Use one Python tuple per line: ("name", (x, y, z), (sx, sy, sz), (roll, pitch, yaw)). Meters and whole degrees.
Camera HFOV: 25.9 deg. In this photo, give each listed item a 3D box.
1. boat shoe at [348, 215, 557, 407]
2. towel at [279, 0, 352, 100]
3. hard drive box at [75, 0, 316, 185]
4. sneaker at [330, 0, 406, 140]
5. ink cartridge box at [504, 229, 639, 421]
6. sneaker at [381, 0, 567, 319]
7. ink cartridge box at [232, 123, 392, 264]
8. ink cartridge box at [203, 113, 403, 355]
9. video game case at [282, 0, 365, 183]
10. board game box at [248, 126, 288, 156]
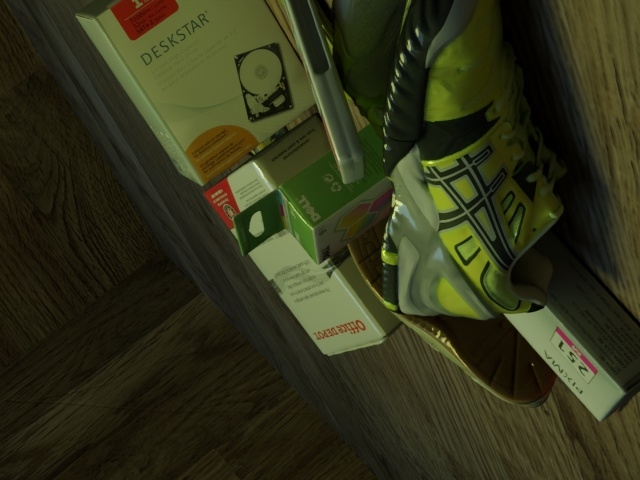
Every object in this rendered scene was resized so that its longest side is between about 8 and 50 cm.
("boat shoe", (0.140, 0.069, 1.539), (0.302, 0.109, 0.098), (45, 174, 18))
("towel", (-0.019, -0.244, 1.441), (0.237, 0.021, 0.102), (55, 174, -17))
("hard drive box", (-0.138, -0.211, 1.602), (0.232, 0.181, 0.089), (57, 168, -24))
("sneaker", (0.039, -0.170, 1.244), (0.126, 0.091, 0.240), (45, 167, 37))
("ink cartridge box", (0.203, 0.058, 1.368), (0.275, 0.060, 0.239), (50, 167, 15))
("sneaker", (0.129, -0.081, 1.127), (0.147, 0.145, 0.384), (7, 142, 10))
("ink cartridge box", (0.016, -0.041, 1.420), (0.062, 0.209, 0.109), (52, 169, 17))
("ink cartridge box", (0.000, 0.000, 1.770), (0.273, 0.114, 0.197), (54, 156, -5))
("video game case", (-0.015, -0.195, 1.225), (0.204, 0.025, 0.285), (49, -157, -87))
("board game box", (-0.109, -0.188, 1.899), (0.141, 0.048, 0.170), (38, 162, 47))
